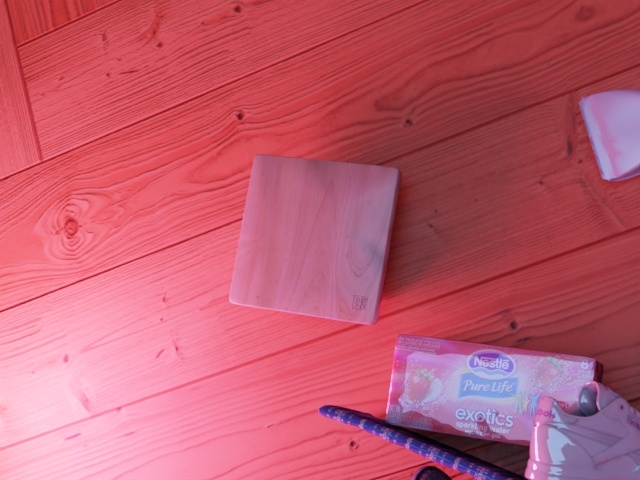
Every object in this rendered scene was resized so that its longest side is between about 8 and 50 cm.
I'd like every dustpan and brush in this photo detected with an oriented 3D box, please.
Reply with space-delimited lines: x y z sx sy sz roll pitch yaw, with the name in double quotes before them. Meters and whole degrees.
"dustpan and brush" 0.528 -0.186 1.644 0.211 0.060 0.147 -19 76 22

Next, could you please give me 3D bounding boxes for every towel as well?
"towel" 0.179 0.324 1.565 0.336 0.243 0.040 19 83 22

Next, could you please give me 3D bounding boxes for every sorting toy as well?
"sorting toy" 0.000 0.000 1.765 0.256 0.089 0.257 7 83 20

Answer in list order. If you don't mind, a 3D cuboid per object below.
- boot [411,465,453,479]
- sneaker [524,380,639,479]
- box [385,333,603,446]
"boot" 0.265 0.422 1.516 0.091 0.229 0.263 -39 92 -31
"sneaker" 0.424 0.269 1.436 0.305 0.114 0.152 4 86 -21
"box" 0.265 0.232 1.600 0.300 0.154 0.142 5 82 20
